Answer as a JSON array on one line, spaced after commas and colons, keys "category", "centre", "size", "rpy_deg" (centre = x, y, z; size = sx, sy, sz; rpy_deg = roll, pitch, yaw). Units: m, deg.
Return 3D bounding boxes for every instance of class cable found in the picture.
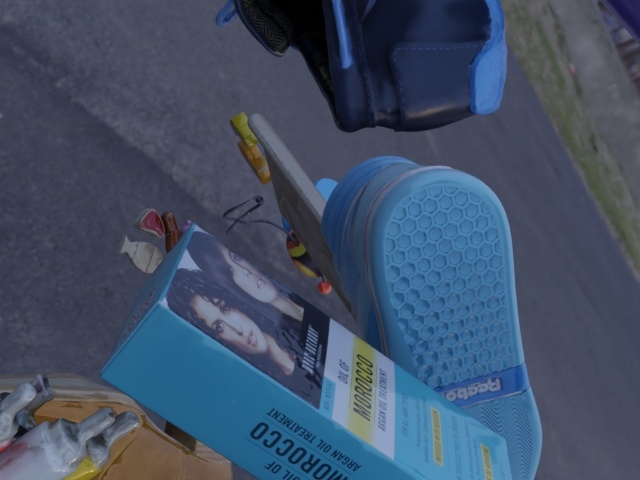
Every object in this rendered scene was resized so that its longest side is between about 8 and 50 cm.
[{"category": "cable", "centre": [-0.243, 0.171, 0.549], "size": [0.072, 0.287, 0.139], "rpy_deg": [49, 6, 35]}]

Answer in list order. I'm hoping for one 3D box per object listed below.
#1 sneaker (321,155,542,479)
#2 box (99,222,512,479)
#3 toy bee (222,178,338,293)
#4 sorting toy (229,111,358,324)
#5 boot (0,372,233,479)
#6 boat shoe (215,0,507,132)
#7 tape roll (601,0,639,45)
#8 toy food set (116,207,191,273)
[{"category": "sneaker", "centre": [0.079, 0.079, 0.771], "size": [0.208, 0.127, 0.319], "rpy_deg": [-126, -149, -69]}, {"category": "box", "centre": [0.002, 0.098, 0.555], "size": [0.244, 0.060, 0.100], "rpy_deg": [36, 23, -13]}, {"category": "toy bee", "centre": [0.000, 0.000, 1.484], "size": [0.298, 0.195, 0.162], "rpy_deg": [-23, 80, -26]}, {"category": "sorting toy", "centre": [-0.024, -0.053, 1.138], "size": [0.307, 0.041, 0.229], "rpy_deg": [55, -9, 31]}, {"category": "boot", "centre": [-0.202, 0.229, 0.849], "size": [0.295, 0.104, 0.211], "rpy_deg": [10, 87, -38]}, {"category": "boat shoe", "centre": [-0.005, -0.138, 0.470], "size": [0.258, 0.089, 0.109], "rpy_deg": [-126, -159, -54]}, {"category": "tape roll", "centre": [0.181, -0.158, 0.368], "size": [0.080, 0.189, 0.189], "rpy_deg": [58, 15, 23]}, {"category": "toy food set", "centre": [-0.155, 0.007, 0.972], "size": [0.122, 0.019, 0.078], "rpy_deg": [45, 60, -46]}]
